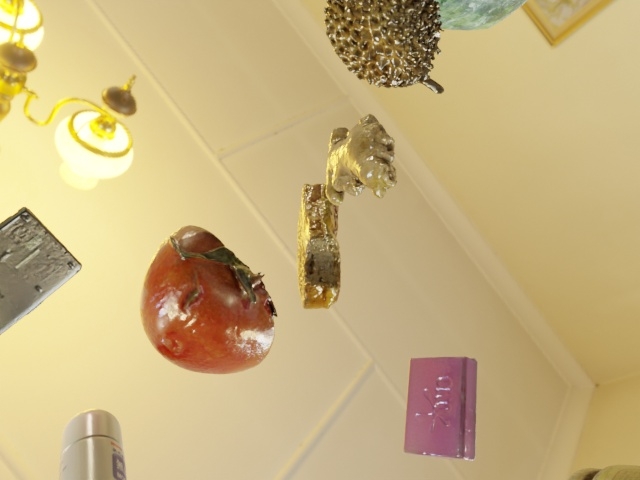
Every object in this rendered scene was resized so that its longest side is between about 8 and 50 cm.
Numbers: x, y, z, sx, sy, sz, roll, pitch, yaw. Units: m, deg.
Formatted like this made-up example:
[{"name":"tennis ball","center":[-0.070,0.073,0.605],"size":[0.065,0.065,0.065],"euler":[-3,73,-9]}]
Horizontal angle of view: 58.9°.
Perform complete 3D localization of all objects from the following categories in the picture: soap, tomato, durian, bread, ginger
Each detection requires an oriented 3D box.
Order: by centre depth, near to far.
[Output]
[{"name":"durian","center":[0.092,-0.249,0.648],"size":[0.148,0.091,0.188],"euler":[-44,-77,-32]},{"name":"ginger","center":[0.060,-0.144,1.043],"size":[0.080,0.333,0.166],"euler":[18,-89,-21]},{"name":"tomato","center":[-0.241,0.140,1.057],"size":[0.170,0.309,0.309],"euler":[-29,-96,-48]},{"name":"bread","center":[0.000,0.000,1.438],"size":[0.109,0.185,0.380],"euler":[7,-145,-8]},{"name":"soap","center":[0.317,0.437,1.498],"size":[0.081,0.181,0.259],"euler":[29,-119,-42]}]

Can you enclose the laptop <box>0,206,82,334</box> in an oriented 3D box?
[{"name":"laptop","center":[-0.501,0.063,0.894],"size":[0.207,0.026,0.154],"euler":[-41,-50,-16]}]

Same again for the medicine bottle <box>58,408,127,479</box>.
[{"name":"medicine bottle","center":[-0.467,0.486,1.163],"size":[0.130,0.130,0.341],"euler":[21,-165,-30]}]

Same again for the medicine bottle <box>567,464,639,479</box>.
[{"name":"medicine bottle","center":[0.401,0.298,0.534],"size":[0.151,0.322,0.151],"euler":[11,-111,-30]}]

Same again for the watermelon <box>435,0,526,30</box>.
[{"name":"watermelon","center":[0.231,-0.526,0.913],"size":[0.228,0.387,0.258],"euler":[-13,-128,1]}]
